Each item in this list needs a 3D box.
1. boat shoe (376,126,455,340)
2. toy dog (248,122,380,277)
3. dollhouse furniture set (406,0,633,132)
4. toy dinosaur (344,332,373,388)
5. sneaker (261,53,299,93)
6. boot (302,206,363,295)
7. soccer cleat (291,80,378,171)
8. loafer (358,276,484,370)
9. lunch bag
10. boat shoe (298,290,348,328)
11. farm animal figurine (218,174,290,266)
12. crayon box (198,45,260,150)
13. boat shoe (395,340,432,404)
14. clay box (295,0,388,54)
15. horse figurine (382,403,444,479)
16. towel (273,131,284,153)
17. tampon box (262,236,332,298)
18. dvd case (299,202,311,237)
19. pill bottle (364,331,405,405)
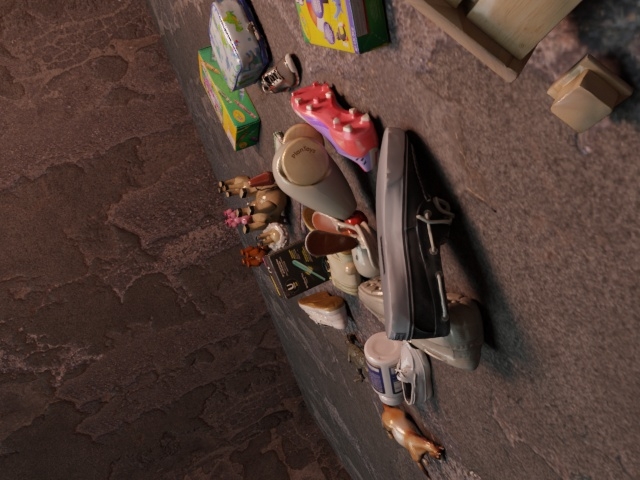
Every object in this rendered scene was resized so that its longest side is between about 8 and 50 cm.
[{"bbox_3d":[0.139,-0.014,0.752,0.113,0.104,0.307,92,176,-76],"label":"boat shoe"},{"bbox_3d":[-0.010,-0.055,0.987,0.334,0.161,0.220,61,-170,3],"label":"toy dog"},{"bbox_3d":[0.169,-0.300,0.331,0.355,0.174,0.303,37,152,-5],"label":"dollhouse furniture set"},{"bbox_3d":[0.128,0.353,1.472,0.268,0.064,0.118,28,134,62],"label":"toy dinosaur"},{"bbox_3d":[-0.090,-0.343,1.118,0.061,0.064,0.158,66,166,-2],"label":"sneaker"},{"bbox_3d":[0.031,0.021,1.252,0.213,0.077,0.165,47,158,44],"label":"boot"},{"bbox_3d":[0.020,-0.205,0.929,0.248,0.083,0.095,46,160,47],"label":"soccer cleat"},{"bbox_3d":[0.158,0.133,0.907,0.319,0.112,0.112,-158,54,-69],"label":"loafer"},{"bbox_3d":[-0.203,-0.472,1.263,0.176,0.090,0.219,66,166,-4],"label":"lunch bag"},{"bbox_3d":[0.008,0.220,1.603,0.096,0.098,0.277,69,164,-9],"label":"boat shoe"},{"bbox_3d":[-0.187,-0.097,1.695,0.327,0.172,0.330,-39,67,62],"label":"farm animal figurine"},{"bbox_3d":[-0.282,-0.436,1.616,0.279,0.081,0.165,64,165,8],"label":"crayon box"},{"bbox_3d":[0.190,0.278,1.115,0.066,0.063,0.184,48,158,50],"label":"boat shoe"},{"bbox_3d":[0.013,-0.351,0.764,0.222,0.053,0.128,42,152,55],"label":"clay box"},{"bbox_3d":[0.224,0.505,1.358,0.263,0.066,0.175,44,160,50],"label":"horse figurine"},{"bbox_3d":[-0.079,-0.205,1.398,0.152,0.023,0.113,58,166,21],"label":"towel"},{"bbox_3d":[-0.049,0.064,1.357,0.121,0.161,0.101,68,164,-3],"label":"tampon box"},{"bbox_3d":[0.000,0.000,1.440,0.221,0.018,0.165,58,163,29],"label":"dvd case"},{"bbox_3d":[0.157,0.298,1.205,0.094,0.094,0.169,47,156,51],"label":"pill bottle"}]
